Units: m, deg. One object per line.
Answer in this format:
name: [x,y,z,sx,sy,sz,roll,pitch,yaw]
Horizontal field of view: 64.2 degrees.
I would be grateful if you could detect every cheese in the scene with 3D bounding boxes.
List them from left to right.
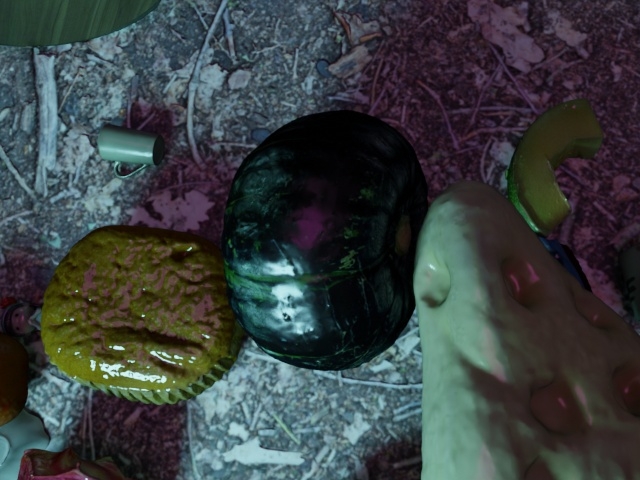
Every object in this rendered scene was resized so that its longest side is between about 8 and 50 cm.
cheese: [0.254,0.119,0.539,0.328,0.129,0.351,13,60,-17]

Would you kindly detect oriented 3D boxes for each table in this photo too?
table: [-0.406,-0.490,0.778,0.317,0.317,0.249,-12,65,0]

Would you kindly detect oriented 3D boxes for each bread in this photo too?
bread: [-0.228,0.099,0.688,0.253,0.142,0.227,14,73,7]

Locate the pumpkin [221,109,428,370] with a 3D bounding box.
pumpkin: [0.000,0.000,0.623,0.238,0.315,0.315,3,79,20]

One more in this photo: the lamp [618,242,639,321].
lamp: [0.481,0.098,0.661,0.121,0.121,0.215,-18,69,-1]

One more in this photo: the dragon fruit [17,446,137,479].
dragon fruit: [-0.311,0.371,0.660,0.161,0.126,0.274,8,102,-29]

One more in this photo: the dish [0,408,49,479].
dish: [-0.451,0.304,0.709,0.091,0.039,0.137,31,81,7]

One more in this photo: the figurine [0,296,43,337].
figurine: [-0.408,0.108,0.740,0.105,0.047,0.060,-3,96,-2]

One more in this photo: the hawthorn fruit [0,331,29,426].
hawthorn fruit: [-0.483,0.180,0.649,0.162,0.203,0.163,-3,78,12]

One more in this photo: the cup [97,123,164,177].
cup: [-0.288,-0.134,0.774,0.083,0.054,0.075,10,79,2]

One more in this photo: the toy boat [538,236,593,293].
toy boat: [0.308,0.105,0.676,0.097,0.100,0.223,-8,76,-19]

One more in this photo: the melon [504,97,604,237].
melon: [0.334,-0.109,0.739,0.118,0.064,0.209,40,81,9]
